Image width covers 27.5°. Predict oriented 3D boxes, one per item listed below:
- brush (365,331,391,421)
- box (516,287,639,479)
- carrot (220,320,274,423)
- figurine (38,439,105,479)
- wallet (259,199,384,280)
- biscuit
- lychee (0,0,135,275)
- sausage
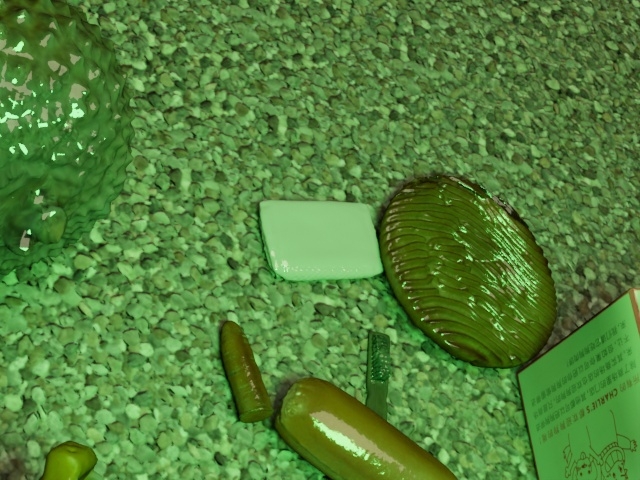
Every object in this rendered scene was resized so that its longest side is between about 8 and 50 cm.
[{"bbox_3d":[0.080,0.206,1.766,0.034,0.027,0.190,16,56,-18],"label":"brush"},{"bbox_3d":[0.488,0.264,1.777,0.300,0.314,0.312,6,60,-24],"label":"box"},{"bbox_3d":[-0.103,0.165,1.678,0.048,0.048,0.139,-6,63,-32],"label":"carrot"},{"bbox_3d":[-0.232,0.437,1.302,0.387,0.268,0.401,45,55,-1],"label":"figurine"},{"bbox_3d":[0.000,0.000,1.843,0.182,0.032,0.124,-1,63,-28],"label":"wallet"},{"bbox_3d":[0.223,0.042,1.921,0.317,0.040,0.318,18,53,-25],"label":"biscuit"},{"bbox_3d":[-0.411,-0.142,1.492,0.380,0.380,0.432,-17,56,-36],"label":"lychee"},{"bbox_3d":[0.062,0.278,1.665,0.274,0.105,0.105,37,51,-5],"label":"sausage"}]
